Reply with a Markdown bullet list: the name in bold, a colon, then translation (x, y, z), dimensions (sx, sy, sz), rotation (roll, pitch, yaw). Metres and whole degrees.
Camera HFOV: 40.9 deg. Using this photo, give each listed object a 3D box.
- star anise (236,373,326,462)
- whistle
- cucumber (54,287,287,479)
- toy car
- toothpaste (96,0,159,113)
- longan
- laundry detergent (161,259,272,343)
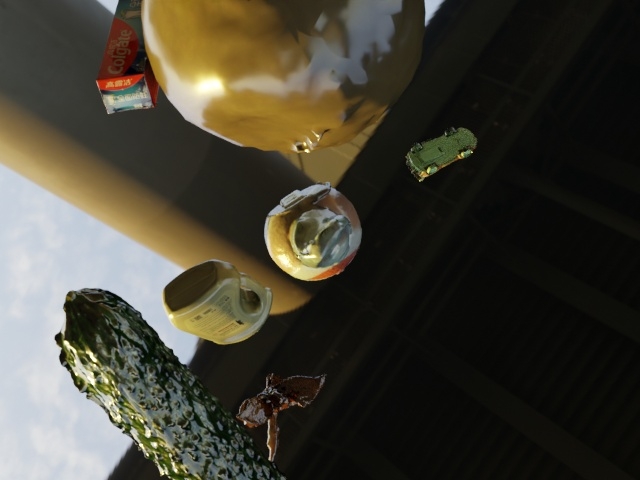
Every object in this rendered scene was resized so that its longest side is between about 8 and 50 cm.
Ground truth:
- **star anise**: translation (-0.065, 0.294, 1.387), dimensions (0.140, 0.158, 0.144), rotation (-21, -89, 62)
- **whistle**: translation (0.000, 0.000, 1.539), dimensions (0.189, 0.189, 0.348), rotation (-52, -169, 1)
- **cucumber**: translation (-0.141, 0.177, 0.831), dimensions (0.096, 0.359, 0.096), rotation (-26, -149, 17)
- **toy car**: translation (0.205, -0.149, 1.443), dimensions (0.122, 0.035, 0.059), rotation (-26, -122, -11)
- **toothpaste**: translation (-0.295, -0.320, 1.382), dimensions (0.076, 0.066, 0.320), rotation (-8, -139, 2)
- **longan**: translation (-0.050, -0.316, 1.233), dimensions (0.404, 0.436, 0.404), rotation (5, -128, -7)
- **laundry detergent**: translation (-0.191, 0.134, 1.730), dimensions (0.181, 0.253, 0.091), rotation (-33, -125, 13)
